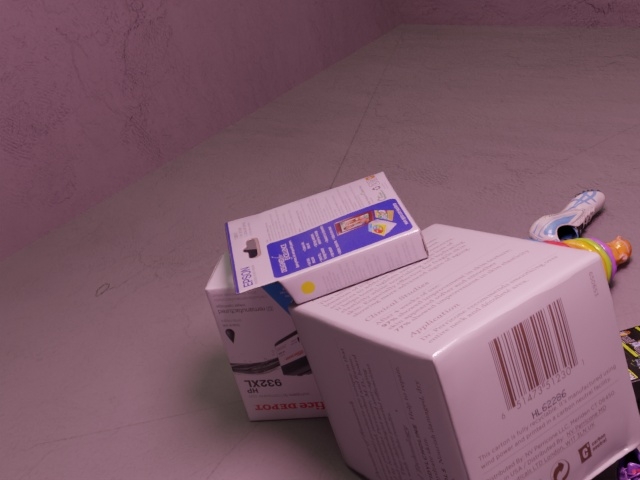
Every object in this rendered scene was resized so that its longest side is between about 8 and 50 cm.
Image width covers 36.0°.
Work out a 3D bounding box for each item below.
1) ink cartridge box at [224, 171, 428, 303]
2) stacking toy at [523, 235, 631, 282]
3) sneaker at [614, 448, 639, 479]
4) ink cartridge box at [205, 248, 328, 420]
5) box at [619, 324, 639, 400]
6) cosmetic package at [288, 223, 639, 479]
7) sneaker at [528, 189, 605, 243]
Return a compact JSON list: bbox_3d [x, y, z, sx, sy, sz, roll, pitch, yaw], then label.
[{"bbox_3d":[0.000,0.000,1.672,0.307,0.072,0.303,-21,24,0],"label":"ink cartridge box"},{"bbox_3d":[0.522,0.052,1.946,0.302,0.175,0.165,-21,28,-38],"label":"stacking toy"},{"bbox_3d":[0.461,0.366,1.436,0.068,0.071,0.170,-12,28,6],"label":"sneaker"},{"bbox_3d":[-0.053,0.171,1.798,0.223,0.307,0.129,-6,30,16],"label":"ink cartridge box"},{"bbox_3d":[0.573,0.200,1.697,0.184,0.045,0.191,-18,17,-4],"label":"box"},{"bbox_3d":[0.218,0.200,1.526,0.329,0.327,0.393,-28,20,-24],"label":"cosmetic package"},{"bbox_3d":[0.556,-0.040,2.168,0.237,0.085,0.086,-28,56,-32],"label":"sneaker"}]
